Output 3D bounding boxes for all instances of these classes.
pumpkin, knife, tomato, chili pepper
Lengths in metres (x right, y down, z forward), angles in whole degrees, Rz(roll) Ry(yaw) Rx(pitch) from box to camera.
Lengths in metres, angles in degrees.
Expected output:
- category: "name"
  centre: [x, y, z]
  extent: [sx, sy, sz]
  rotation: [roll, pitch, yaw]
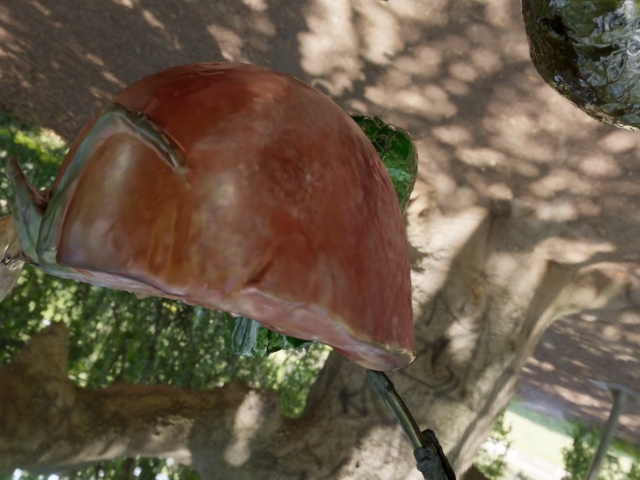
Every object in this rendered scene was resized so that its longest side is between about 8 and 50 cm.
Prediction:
- category: "pumpkin"
  centre: [0.299, -0.237, 0.783]
  extent: [0.169, 0.148, 0.312]
  rotation: [-1, -133, -47]
- category: "knife"
  centre: [0.091, 0.180, 0.496]
  extent: [0.222, 0.021, 0.046]
  rotation: [57, 152, 36]
- category: "tomato"
  centre: [-0.045, -0.024, 0.466]
  extent: [0.309, 0.170, 0.309]
  rotation: [16, 176, 1]
- category: "chili pepper"
  centre: [0.001, 0.001, 0.923]
  extent: [0.213, 0.385, 0.167]
  rotation: [24, -179, 22]

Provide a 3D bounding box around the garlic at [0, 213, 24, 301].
- category: "garlic"
  centre: [-0.403, 0.038, 0.685]
  extent: [0.228, 0.110, 0.217]
  rotation: [-11, -173, 19]
